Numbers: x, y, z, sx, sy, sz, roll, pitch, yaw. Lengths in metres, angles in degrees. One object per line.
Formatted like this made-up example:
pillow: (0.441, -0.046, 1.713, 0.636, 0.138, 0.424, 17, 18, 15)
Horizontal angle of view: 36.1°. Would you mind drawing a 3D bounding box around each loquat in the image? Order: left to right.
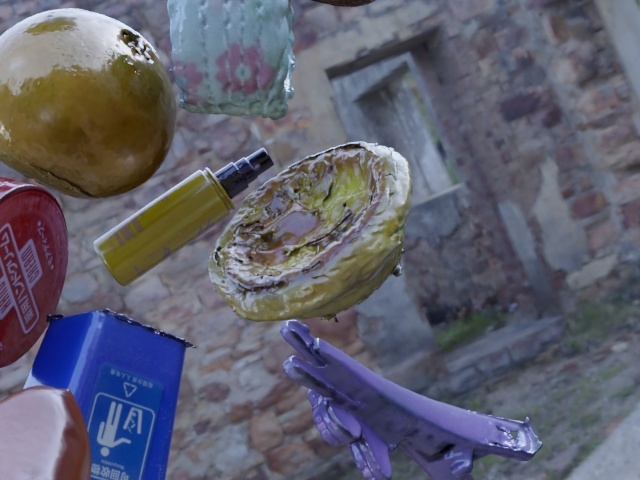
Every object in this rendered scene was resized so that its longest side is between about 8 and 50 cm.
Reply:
loquat: (-0.320, -0.173, 1.287, 0.263, 0.263, 0.263, -23, 1, 1)

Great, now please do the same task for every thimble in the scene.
thimble: (-0.107, -0.254, 1.232, 0.149, 0.210, 0.185, -1, -13, 0)

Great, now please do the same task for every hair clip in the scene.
hair clip: (0.070, 0.169, 0.896, 0.090, 0.279, 0.137, -52, 25, 30)

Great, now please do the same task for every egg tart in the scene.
egg tart: (0.000, 0.000, 1.202, 0.290, 0.115, 0.290, -23, 33, 16)

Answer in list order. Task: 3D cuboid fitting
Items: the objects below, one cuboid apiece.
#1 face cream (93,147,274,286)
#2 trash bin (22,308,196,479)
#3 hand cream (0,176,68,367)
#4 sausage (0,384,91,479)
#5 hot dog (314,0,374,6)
face cream: (-0.185, -0.042, 1.377, 0.273, 0.078, 0.078, -35, 2, -5)
trash bin: (-0.230, 0.196, 0.949, 0.163, 0.234, 0.184, 27, -26, -35)
hand cream: (-0.351, 0.024, 0.971, 0.125, 0.193, 0.193, 12, 13, 18)
sausage: (-0.197, 0.204, 0.553, 0.094, 0.097, 0.348, -2, 27, 0)
hot dog: (0.013, -0.264, 0.874, 0.147, 0.065, 0.099, 7, -52, -24)
